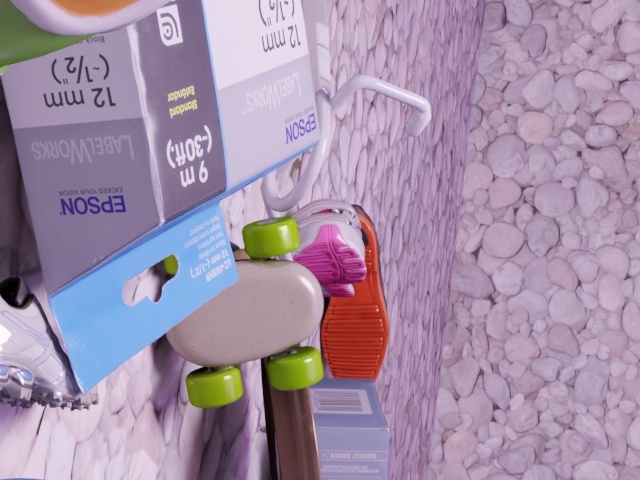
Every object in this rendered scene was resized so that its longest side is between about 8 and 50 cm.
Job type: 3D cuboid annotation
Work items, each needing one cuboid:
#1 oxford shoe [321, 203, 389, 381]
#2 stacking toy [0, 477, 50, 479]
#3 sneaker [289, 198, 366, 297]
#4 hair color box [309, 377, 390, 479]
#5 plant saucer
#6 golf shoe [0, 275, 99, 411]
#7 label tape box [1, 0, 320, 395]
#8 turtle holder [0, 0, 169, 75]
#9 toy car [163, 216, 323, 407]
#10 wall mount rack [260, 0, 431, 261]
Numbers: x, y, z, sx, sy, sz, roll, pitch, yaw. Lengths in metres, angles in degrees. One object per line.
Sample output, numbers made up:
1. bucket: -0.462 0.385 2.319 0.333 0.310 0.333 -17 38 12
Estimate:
1. oxford shoe: 0.055 0.080 1.783 0.098 0.096 0.271 -65 157 -69
2. stacking toy: -0.197 0.322 0.800 0.166 0.175 0.302 -45 153 -68
3. sneaker: 0.000 0.000 1.501 0.252 0.103 0.111 114 -23 -79
4. hair color box: 0.016 0.382 1.599 0.185 0.113 0.375 -105 -162 -77
5. plant saucer: -0.029 0.226 1.300 0.278 0.041 0.278 174 -90 -84
6. golf shoe: -0.192 0.069 0.836 0.176 0.069 0.086 50 41 -72
7. label tape box: -0.099 -0.099 0.871 0.249 0.115 0.348 -36 119 -61
8. turtle holder: -0.133 -0.215 0.541 0.320 0.227 0.243 -108 176 -65
9. toy car: -0.082 0.055 1.213 0.188 0.149 0.155 -141 -140 -77
10. wall mount rack: -0.009 -0.130 1.293 0.304 0.130 0.350 -47 -146 42
